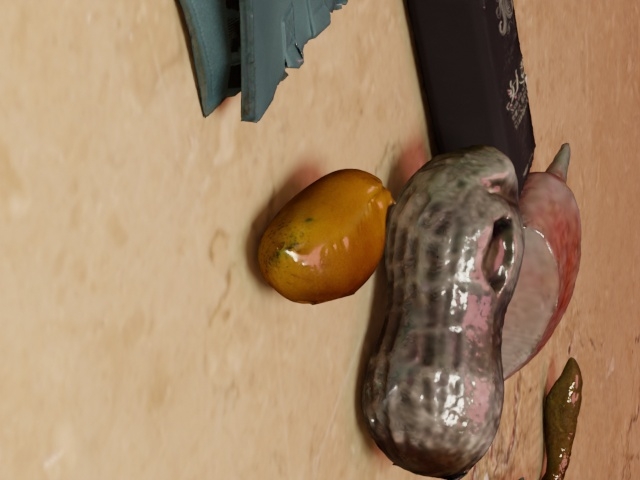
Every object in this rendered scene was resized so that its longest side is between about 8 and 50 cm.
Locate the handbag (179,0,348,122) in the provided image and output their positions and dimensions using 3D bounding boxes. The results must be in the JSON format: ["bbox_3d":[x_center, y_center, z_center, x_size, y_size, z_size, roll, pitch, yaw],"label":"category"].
[{"bbox_3d":[-0.018,-0.180,0.904,0.221,0.057,0.144,-61,150,-48],"label":"handbag"}]

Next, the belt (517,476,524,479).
[{"bbox_3d":[0.197,0.349,1.409,0.206,0.116,0.267,63,34,-58],"label":"belt"}]

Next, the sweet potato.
[{"bbox_3d":[0.247,0.196,1.623,0.041,0.038,0.153,9,93,-45],"label":"sweet potato"}]

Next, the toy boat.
[{"bbox_3d":[0.182,0.006,1.381,0.282,0.096,0.206,-61,162,-60],"label":"toy boat"}]

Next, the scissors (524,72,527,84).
[{"bbox_3d":[0.184,-0.070,1.451,0.085,0.022,0.176,-39,130,-59],"label":"scissors"}]

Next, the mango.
[{"bbox_3d":[0.000,0.000,0.956,0.127,0.063,0.077,-36,130,-56],"label":"mango"}]

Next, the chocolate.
[{"bbox_3d":[0.089,0.050,1.130,0.110,0.110,0.248,41,58,-63],"label":"chocolate"}]

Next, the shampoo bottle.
[{"bbox_3d":[0.108,-0.176,1.195,0.098,0.071,0.309,-58,142,-45],"label":"shampoo bottle"}]
